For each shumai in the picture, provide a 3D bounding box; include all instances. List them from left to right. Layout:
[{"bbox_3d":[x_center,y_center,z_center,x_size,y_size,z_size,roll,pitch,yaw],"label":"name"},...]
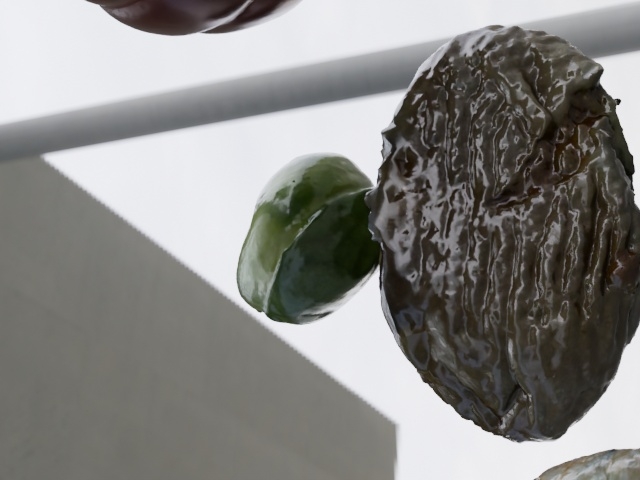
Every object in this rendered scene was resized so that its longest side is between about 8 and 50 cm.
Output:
[{"bbox_3d":[0.185,0.006,1.084,0.283,0.217,0.345,26,-126,-66],"label":"shumai"}]

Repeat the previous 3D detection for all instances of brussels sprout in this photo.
[{"bbox_3d":[0.002,-0.006,1.128,0.183,0.131,0.145,-55,-13,-50],"label":"brussels sprout"}]

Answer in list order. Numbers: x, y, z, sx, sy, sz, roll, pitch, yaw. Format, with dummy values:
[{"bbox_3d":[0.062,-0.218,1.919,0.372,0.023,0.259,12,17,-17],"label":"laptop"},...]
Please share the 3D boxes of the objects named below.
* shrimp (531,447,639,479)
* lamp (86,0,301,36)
[{"bbox_3d":[0.183,0.156,0.695,0.126,0.223,0.047,-38,-76,-47],"label":"shrimp"},{"bbox_3d":[-0.099,-0.304,0.931,0.303,0.257,0.303,4,-96,-43],"label":"lamp"}]
